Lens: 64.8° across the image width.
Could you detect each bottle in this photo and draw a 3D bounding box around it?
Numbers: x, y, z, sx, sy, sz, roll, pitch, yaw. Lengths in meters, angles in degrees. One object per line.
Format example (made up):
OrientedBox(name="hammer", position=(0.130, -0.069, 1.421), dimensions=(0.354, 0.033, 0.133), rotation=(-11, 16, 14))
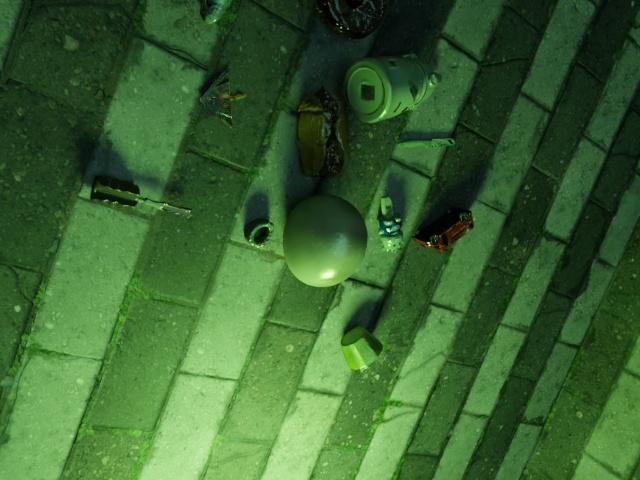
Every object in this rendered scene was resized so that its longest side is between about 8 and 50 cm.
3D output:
OrientedBox(name="bottle", position=(0.256, -0.545, 1.760), dimensions=(0.351, 0.229, 0.229), rotation=(-27, 118, -41))

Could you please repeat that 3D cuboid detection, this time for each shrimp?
OrientedBox(name="shrimp", position=(-0.287, -0.751, 1.495), dimensions=(0.233, 0.079, 0.090), rotation=(-66, 157, 1))

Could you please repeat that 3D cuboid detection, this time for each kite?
OrientedBox(name="kite", position=(-0.309, -0.453, 1.610), dimensions=(0.159, 0.010, 0.190), rotation=(-9, 111, -27))

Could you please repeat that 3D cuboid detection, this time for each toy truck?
OrientedBox(name="toy truck", position=(0.525, -0.038, 2.124), dimensions=(0.252, 0.107, 0.114), rotation=(-35, 118, -15))

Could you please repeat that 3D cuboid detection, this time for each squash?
OrientedBox(name="squash", position=(0.161, 0.436, 2.055), dimensions=(0.170, 0.170, 0.123), rotation=(-37, 107, -13))

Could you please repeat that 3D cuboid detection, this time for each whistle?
OrientedBox(name="whistle", position=(0.276, -0.060, 1.994), dimensions=(0.110, 0.092, 0.245), rotation=(-18, 114, -17))

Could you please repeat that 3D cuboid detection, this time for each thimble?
OrientedBox(name="thimble", position=(-0.211, -0.029, 1.763), dimensions=(0.110, 0.062, 0.085), rotation=(-37, 120, -12))

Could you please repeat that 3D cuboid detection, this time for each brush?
OrientedBox(name="brush", position=(-0.546, -0.125, 1.556), dimensions=(0.300, 0.071, 0.084), rotation=(14, 110, -31))

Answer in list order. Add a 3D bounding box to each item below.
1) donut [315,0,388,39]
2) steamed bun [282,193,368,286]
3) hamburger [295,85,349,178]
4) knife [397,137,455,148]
OrientedBox(name="donut", position=(0.102, -0.803, 1.666), dimensions=(0.269, 0.103, 0.270), rotation=(-7, 106, -26))
OrientedBox(name="steamed bun", position=(0.000, 0.000, 1.734), dimensions=(0.206, 0.324, 0.325), rotation=(0, 106, -41))
OrientedBox(name="hamburger", position=(0.014, -0.343, 1.730), dimensions=(0.155, 0.245, 0.282), rotation=(-16, 157, -28))
OrientedBox(name="knife", position=(0.425, -0.387, 2.015), dimensions=(0.292, 0.019, 0.043), rotation=(-9, 108, -26))
